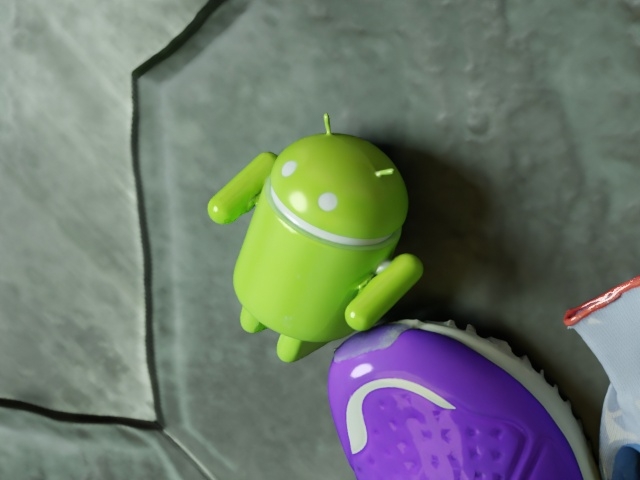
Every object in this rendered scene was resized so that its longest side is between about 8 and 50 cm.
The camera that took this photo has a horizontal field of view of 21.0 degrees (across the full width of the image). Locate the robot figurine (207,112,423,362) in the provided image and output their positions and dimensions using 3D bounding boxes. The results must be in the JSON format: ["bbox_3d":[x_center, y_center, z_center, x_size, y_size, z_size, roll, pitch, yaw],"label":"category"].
[{"bbox_3d":[0.000,0.000,0.800,0.101,0.067,0.115,39,127,24],"label":"robot figurine"}]

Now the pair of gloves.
[{"bbox_3d":[0.207,0.068,0.794,0.198,0.023,0.159,-28,106,29],"label":"pair of gloves"}]

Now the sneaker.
[{"bbox_3d":[0.089,0.178,0.822,0.102,0.146,0.293,-23,109,28],"label":"sneaker"}]
